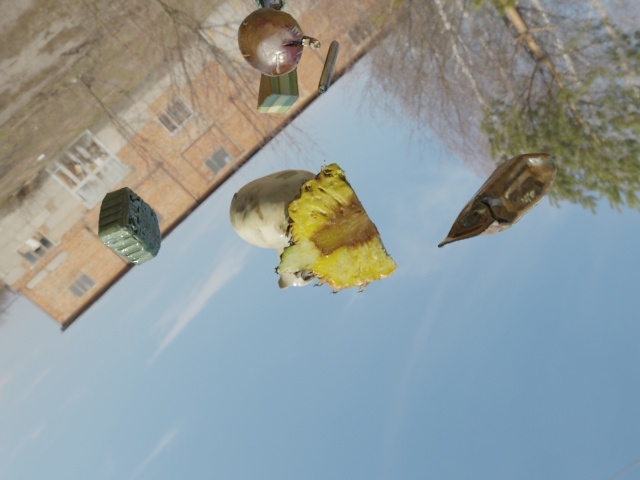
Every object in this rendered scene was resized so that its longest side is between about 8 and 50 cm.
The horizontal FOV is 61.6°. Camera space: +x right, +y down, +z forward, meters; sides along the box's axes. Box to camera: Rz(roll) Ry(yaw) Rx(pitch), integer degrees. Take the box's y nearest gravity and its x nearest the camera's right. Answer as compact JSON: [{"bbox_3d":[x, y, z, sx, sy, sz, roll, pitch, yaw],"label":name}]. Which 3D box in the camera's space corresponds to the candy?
[{"bbox_3d":[0.345,-0.074,1.037,0.271,0.101,0.143,-38,180,-23],"label":"candy"}]

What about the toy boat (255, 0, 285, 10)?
[{"bbox_3d":[-0.200,-0.916,1.927,0.108,0.099,0.293,-22,170,4],"label":"toy boat"}]

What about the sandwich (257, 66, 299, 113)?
[{"bbox_3d":[-0.156,-0.553,1.853,0.117,0.188,0.144,-3,174,-29],"label":"sandwich"}]

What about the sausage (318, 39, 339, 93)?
[{"bbox_3d":[0.026,-0.516,1.584,0.032,0.032,0.269,-25,-142,38],"label":"sausage"}]

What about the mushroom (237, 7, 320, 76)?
[{"bbox_3d":[-0.084,-0.401,1.093,0.170,0.135,0.080,-1,-134,-1],"label":"mushroom"}]

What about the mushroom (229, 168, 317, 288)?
[{"bbox_3d":[-0.104,-0.035,1.586,0.313,0.337,0.314,-9,-167,2],"label":"mushroom"}]

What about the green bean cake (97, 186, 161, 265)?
[{"bbox_3d":[-0.658,-0.049,1.871,0.124,0.227,0.223,-20,-126,8],"label":"green bean cake"}]

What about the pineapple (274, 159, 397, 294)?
[{"bbox_3d":[-0.003,0.002,1.427,0.286,0.345,0.209,-31,-177,-5],"label":"pineapple"}]
